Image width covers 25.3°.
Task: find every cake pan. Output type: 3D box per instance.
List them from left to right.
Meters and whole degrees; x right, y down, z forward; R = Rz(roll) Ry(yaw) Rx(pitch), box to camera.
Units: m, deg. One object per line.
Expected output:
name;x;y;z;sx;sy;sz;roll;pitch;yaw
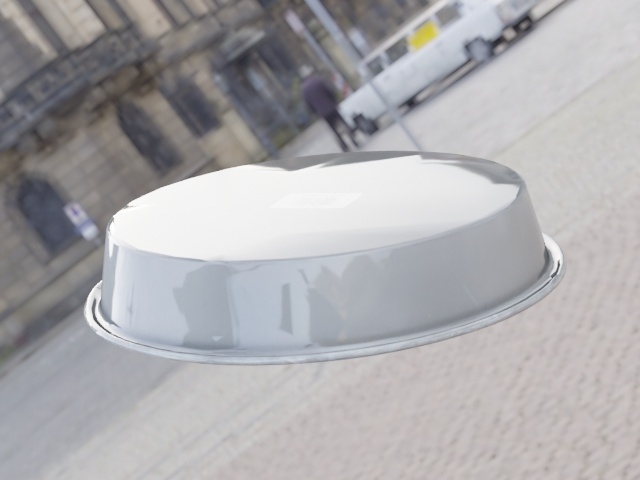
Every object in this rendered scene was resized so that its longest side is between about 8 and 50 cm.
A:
cake pan;0.000;0.000;0.865;0.293;0.054;0.293;-6;16;2
